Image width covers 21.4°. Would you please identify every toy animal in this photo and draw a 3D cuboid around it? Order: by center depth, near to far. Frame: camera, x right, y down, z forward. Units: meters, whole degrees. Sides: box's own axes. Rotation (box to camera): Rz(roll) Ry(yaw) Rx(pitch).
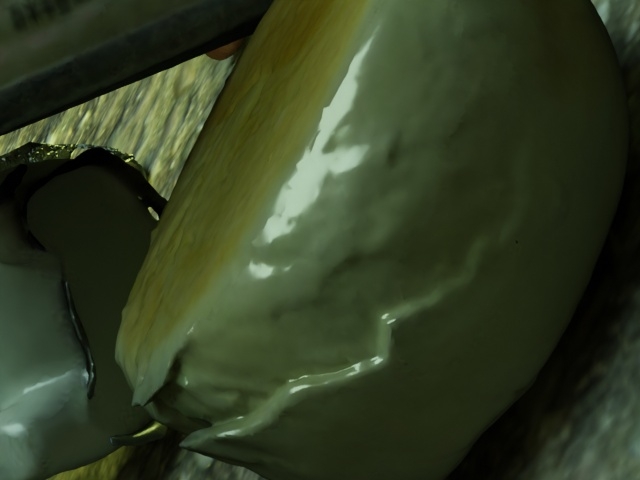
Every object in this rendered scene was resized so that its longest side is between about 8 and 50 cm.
[{"bbox_3d":[-0.225,0.047,1.017,0.310,0.183,0.247,-10,35,38],"label":"toy animal"}]

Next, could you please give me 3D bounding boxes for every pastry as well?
[{"bbox_3d":[0.018,-0.014,0.690,0.265,0.133,0.265,-50,22,29],"label":"pastry"}]

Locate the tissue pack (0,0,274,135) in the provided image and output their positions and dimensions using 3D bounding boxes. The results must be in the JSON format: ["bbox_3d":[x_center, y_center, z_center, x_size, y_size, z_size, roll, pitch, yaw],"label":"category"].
[{"bbox_3d":[-0.104,-0.143,0.865,0.394,0.124,0.288,-25,7,-23],"label":"tissue pack"}]

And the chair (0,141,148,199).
[{"bbox_3d":[-0.238,0.002,1.269,0.213,0.149,0.174,-48,22,20],"label":"chair"}]

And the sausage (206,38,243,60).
[{"bbox_3d":[-0.067,-0.167,1.235,0.034,0.034,0.083,-40,28,44],"label":"sausage"}]
